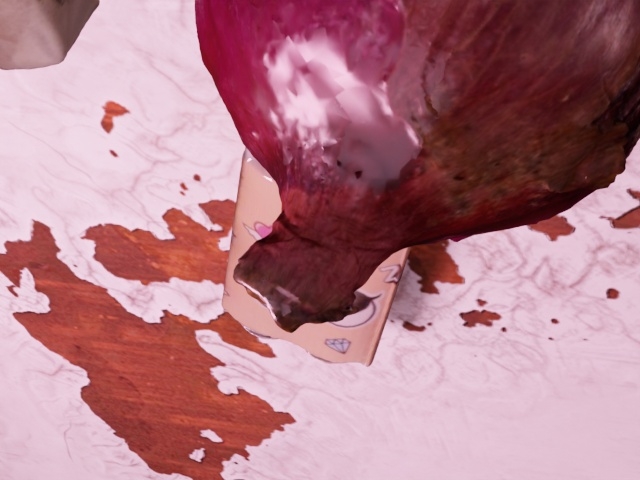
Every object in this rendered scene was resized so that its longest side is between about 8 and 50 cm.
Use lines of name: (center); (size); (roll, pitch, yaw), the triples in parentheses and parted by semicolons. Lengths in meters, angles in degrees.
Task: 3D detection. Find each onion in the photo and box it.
onion: (0.051, -0.103, 0.948); (0.348, 0.385, 0.347); (24, 158, 10)

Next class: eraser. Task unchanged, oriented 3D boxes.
eraser: (0.000, 0.000, 1.335); (0.171, 0.087, 0.290); (20, 143, 5)

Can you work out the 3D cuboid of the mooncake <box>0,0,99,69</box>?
mooncake: (-0.320, -0.270, 1.139); (0.250, 0.136, 0.254); (14, 151, 26)
